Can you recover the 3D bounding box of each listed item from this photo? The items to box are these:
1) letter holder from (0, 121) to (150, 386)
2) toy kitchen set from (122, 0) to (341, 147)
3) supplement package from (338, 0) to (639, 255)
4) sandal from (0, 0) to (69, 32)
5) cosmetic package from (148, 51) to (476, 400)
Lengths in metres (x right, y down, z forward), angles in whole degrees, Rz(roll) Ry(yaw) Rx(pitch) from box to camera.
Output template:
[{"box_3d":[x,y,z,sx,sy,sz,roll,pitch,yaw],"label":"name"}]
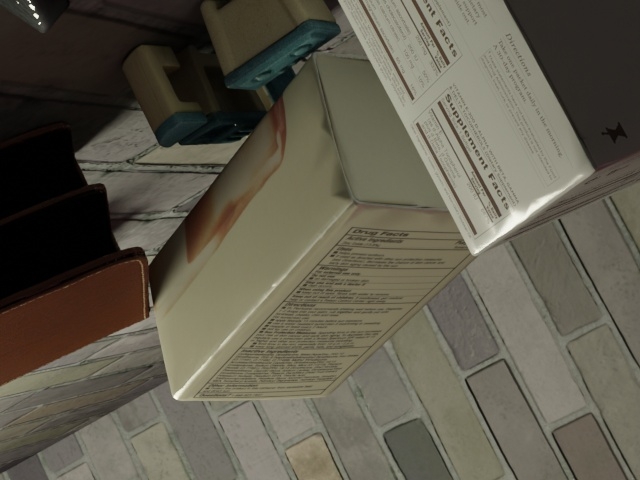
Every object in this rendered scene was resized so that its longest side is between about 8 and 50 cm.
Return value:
[{"box_3d":[-0.293,0.033,1.142,0.302,0.152,0.214,-25,170,-12],"label":"letter holder"},{"box_3d":[-0.021,-0.115,1.159,0.166,0.122,0.207,-31,171,27],"label":"toy kitchen set"},{"box_3d":[0.134,-0.161,0.873,0.204,0.261,0.145,-23,172,-26],"label":"supplement package"},{"box_3d":[-0.146,-0.156,0.660,0.054,0.097,0.254,-53,176,-10],"label":"sandal"},{"box_3d":[0.000,0.000,1.161,0.153,0.129,0.296,4,148,-33],"label":"cosmetic package"}]
